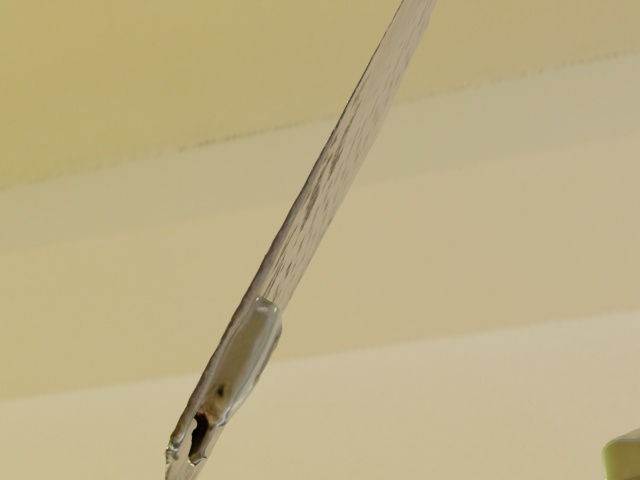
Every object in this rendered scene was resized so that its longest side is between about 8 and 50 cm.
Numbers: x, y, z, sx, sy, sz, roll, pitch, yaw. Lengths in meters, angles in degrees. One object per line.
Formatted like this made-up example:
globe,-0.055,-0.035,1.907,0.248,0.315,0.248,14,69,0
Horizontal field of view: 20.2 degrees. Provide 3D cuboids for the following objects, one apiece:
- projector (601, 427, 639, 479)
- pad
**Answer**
projector,0.294,0.196,1.186,0.163,0.242,0.177,-8,-89,36
pad,-0.001,0.000,0.454,0.009,0.159,0.265,27,-15,1
